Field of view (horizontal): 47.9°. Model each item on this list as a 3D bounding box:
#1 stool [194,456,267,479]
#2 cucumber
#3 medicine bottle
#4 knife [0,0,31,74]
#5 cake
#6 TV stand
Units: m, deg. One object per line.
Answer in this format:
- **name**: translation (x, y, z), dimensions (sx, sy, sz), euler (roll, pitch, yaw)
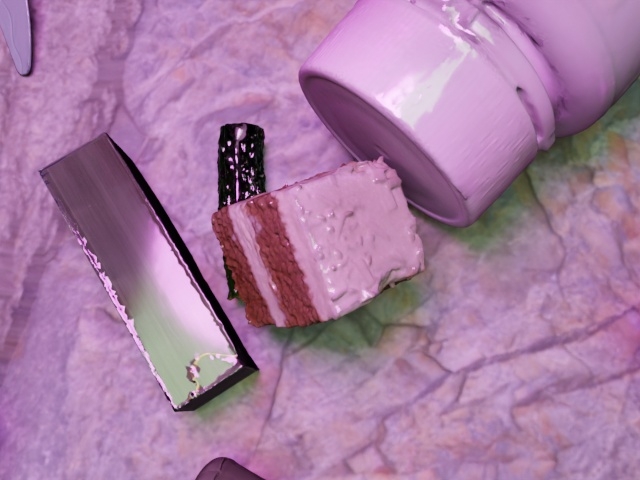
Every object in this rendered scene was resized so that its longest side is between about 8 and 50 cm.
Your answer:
- **stool**: translation (-0.073, 0.258, 0.658), dimensions (0.110, 0.096, 0.096), euler (25, 80, 3)
- **cucumber**: translation (-0.077, -0.029, 0.737), dimensions (0.058, 0.058, 0.187), euler (-7, 78, 1)
- **medicine bottle**: translation (0.160, -0.198, 0.660), dimensions (0.256, 0.256, 0.325), euler (43, 85, 10)
- **knife**: translation (-0.379, -0.343, 0.812), dimensions (0.080, 0.044, 0.331), euler (-33, 80, 29)
- **cake**: translation (0.000, 0.000, 0.655), dimensions (0.135, 0.147, 0.135), euler (-22, 88, -34)
- **TV stand**: translation (-0.166, 0.032, 0.710), dimensions (0.082, 0.088, 0.270), euler (-31, 79, -5)
